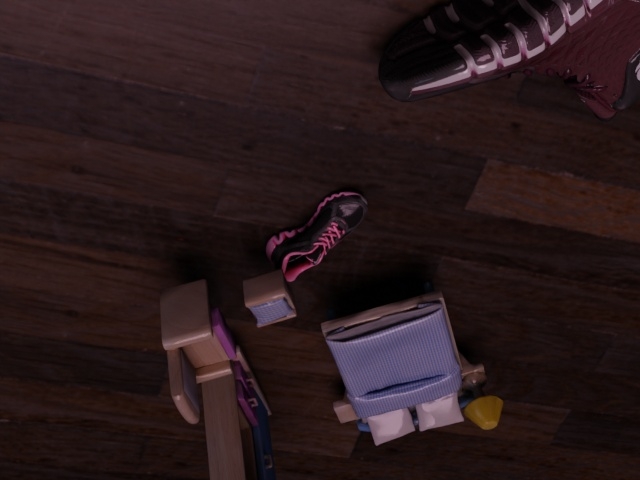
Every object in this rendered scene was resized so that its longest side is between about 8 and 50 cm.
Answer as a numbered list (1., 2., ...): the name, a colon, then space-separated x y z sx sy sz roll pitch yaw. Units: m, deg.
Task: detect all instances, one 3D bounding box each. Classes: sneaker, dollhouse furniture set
1. sneaker: 0.000 0.000 1.007 0.119 0.057 0.047 -37 121 15
2. dollhouse furniture set: 0.033 0.167 1.011 0.303 0.198 0.286 -15 140 3
3. sneaker: 0.203 -0.153 0.905 0.281 0.106 0.162 -24 129 7
